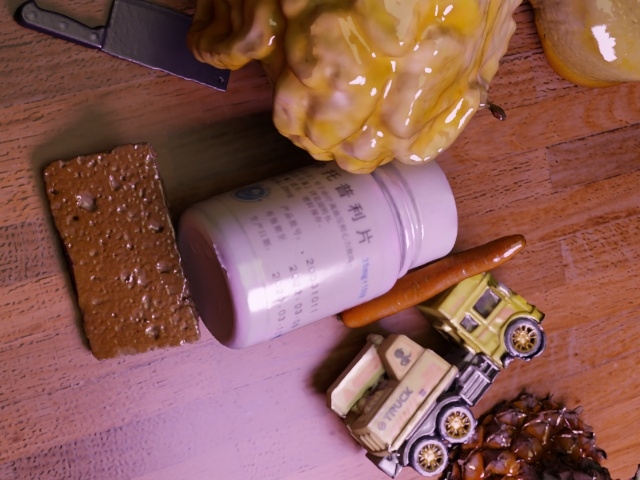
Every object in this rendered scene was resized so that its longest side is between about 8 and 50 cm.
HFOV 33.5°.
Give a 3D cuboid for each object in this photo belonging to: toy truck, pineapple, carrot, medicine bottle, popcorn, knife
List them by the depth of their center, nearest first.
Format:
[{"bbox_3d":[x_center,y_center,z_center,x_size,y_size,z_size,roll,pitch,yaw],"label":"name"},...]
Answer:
[{"bbox_3d":[0.033,-0.251,1.125,0.381,0.349,0.349,25,83,20],"label":"popcorn"},{"bbox_3d":[-0.207,-0.230,1.166,0.245,0.019,0.072,14,86,-27],"label":"knife"},{"bbox_3d":[0.000,0.000,1.191,0.292,0.170,0.170,-18,102,-24],"label":"medicine bottle"},{"bbox_3d":[0.129,0.047,1.259,0.247,0.043,0.043,-24,108,19],"label":"carrot"},{"bbox_3d":[0.133,0.150,1.296,0.157,0.124,0.272,43,81,-11],"label":"toy truck"},{"bbox_3d":[0.319,0.339,1.310,0.262,0.271,0.263,-2,96,-23],"label":"pineapple"}]

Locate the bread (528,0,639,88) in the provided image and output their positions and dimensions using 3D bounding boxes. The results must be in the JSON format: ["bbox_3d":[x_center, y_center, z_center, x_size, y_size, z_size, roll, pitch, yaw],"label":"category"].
[{"bbox_3d":[0.382,-0.327,1.342,0.269,0.148,0.270,-3,99,-20],"label":"bread"}]

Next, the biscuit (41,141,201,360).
[{"bbox_3d":[-0.214,0.013,1.154,0.131,0.025,0.231,-11,101,4],"label":"biscuit"}]
